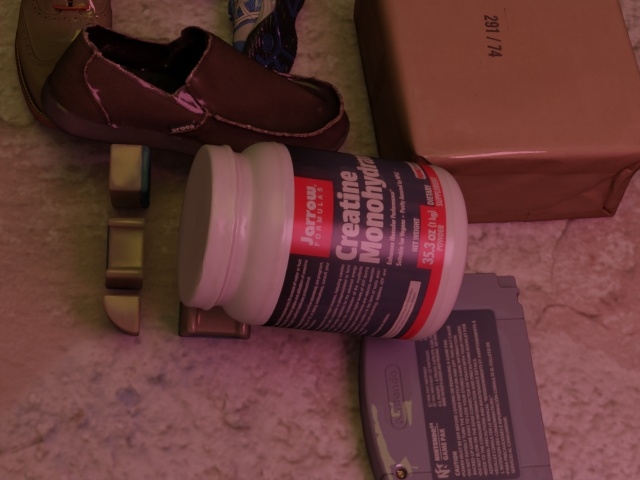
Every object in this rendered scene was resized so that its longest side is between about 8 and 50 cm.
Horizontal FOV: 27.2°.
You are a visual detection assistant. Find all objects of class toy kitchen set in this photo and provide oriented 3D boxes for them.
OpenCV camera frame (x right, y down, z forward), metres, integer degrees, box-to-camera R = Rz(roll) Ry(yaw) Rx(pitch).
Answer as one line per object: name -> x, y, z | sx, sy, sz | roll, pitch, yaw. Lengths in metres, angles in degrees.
toy kitchen set -> -0.159, 0.007, 1.500 | 0.166, 0.122, 0.207 | 3, 82, -7

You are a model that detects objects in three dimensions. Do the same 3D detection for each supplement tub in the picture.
supplement tub -> 0.000, 0.000, 1.383 | 0.272, 0.191, 0.191 | 7, 61, -16

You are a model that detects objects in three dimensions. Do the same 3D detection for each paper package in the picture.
paper package -> 0.217, -0.199, 1.611 | 0.309, 0.168, 0.325 | -3, 62, -10

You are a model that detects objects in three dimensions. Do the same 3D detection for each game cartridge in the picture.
game cartridge -> 0.143, 0.178, 1.469 | 0.198, 0.062, 0.297 | -3, 63, -5

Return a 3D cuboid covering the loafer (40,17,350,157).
loafer -> -0.128, -0.169, 1.514 | 0.366, 0.130, 0.134 | 3, 44, -22

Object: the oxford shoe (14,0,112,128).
oxford shoe -> -0.312, -0.302, 1.609 | 0.123, 0.130, 0.348 | 0, 63, -9

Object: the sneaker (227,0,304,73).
sneaker -> -0.076, -0.269, 1.668 | 0.081, 0.080, 0.211 | 1, 65, 37
